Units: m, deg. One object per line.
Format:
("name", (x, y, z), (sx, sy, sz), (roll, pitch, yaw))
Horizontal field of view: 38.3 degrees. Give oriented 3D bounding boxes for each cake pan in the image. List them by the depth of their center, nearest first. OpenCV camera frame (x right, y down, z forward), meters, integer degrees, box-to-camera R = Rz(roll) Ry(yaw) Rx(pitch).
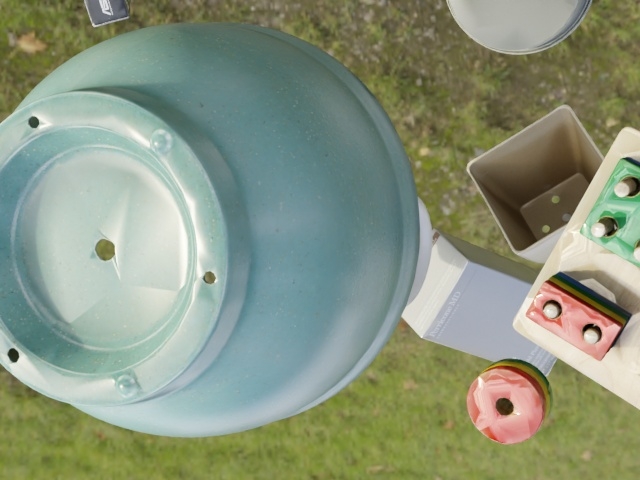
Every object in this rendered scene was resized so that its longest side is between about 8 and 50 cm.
("cake pan", (0.366, -0.489, 1.740), (0.293, 0.054, 0.293), (11, 119, 21))

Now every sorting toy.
("sorting toy", (0.185, 0.021, 0.476), (0.046, 0.132, 0.274), (-16, 135, -60))

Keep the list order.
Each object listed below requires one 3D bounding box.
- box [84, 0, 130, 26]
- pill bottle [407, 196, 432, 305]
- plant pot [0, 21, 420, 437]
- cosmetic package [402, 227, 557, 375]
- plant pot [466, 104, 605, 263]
("box", (-0.356, -0.486, 1.407), (0.060, 0.216, 0.270), (-15, 119, -3))
("pill bottle", (0.000, 0.000, 1.061), (0.229, 0.131, 0.131), (7, 159, 31))
("plant pot", (-0.099, -0.003, 0.585), (0.293, 0.293, 0.196), (-16, 180, 18))
("cosmetic package", (0.229, 0.087, 1.247), (0.238, 0.107, 0.127), (17, 108, -33))
("plant pot", (0.220, -0.040, 0.864), (0.109, 0.109, 0.096), (-32, 147, 14))
